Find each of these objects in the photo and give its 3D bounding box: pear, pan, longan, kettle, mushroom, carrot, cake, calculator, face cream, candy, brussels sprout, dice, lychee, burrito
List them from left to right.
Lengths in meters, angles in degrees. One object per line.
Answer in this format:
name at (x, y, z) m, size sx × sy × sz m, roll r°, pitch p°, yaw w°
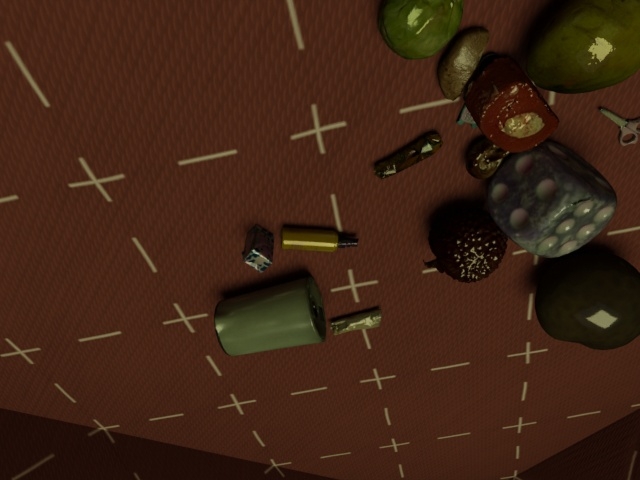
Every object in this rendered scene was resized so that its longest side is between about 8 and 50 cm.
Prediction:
candy at (-0.210, 0.025, 1.777) m, size 0.092 × 0.160 × 0.073 m, roll 34°, pitch 118°, yaw -23°
kettle at (-0.176, 0.311, 2.022) m, size 0.377 × 0.249 × 0.361 m, roll -13°, pitch 161°, yaw 10°
face cream at (0.000, 0.000, 1.827) m, size 0.274 × 0.078 × 0.078 m, roll 3°, pitch 132°, yaw -9°
burrito at (0.149, 0.340, 2.164) m, size 0.226 × 0.060 × 0.087 m, roll -14°, pitch 127°, yaw 6°
carrot at (0.273, -0.262, 1.631) m, size 0.229 × 0.069 × 0.069 m, roll -28°, pitch 129°, yaw 20°
brussels sprout at (0.248, -0.555, 1.291) m, size 0.223 × 0.161 × 0.223 m, roll 0°, pitch 139°, yaw 0°
mushroom at (0.378, -0.484, 1.429) m, size 0.094 × 0.072 × 0.209 m, roll 21°, pitch 128°, yaw -12°
lychee at (0.488, 0.021, 1.773) m, size 0.300 × 0.264 × 0.264 m, roll -34°, pitch 127°, yaw 26°
calculator at (0.462, -0.399, 1.549) m, size 0.094 × 0.019 × 0.141 m, roll 11°, pitch 130°, yaw -10°
pan at (0.473, -0.475, 1.477) m, size 0.069 × 0.023 × 0.115 m, roll 0°, pitch 130°, yaw -7°
mushroom at (0.532, -0.270, 1.635) m, size 0.171 × 0.080 × 0.135 m, roll -34°, pitch 140°, yaw 21°
cake at (0.535, -0.373, 1.479) m, size 0.177 × 0.150 × 0.283 m, roll -37°, pitch 136°, yaw 28°
dice at (0.711, -0.127, 1.621) m, size 0.270 × 0.271 × 0.270 m, roll 8°, pitch 132°, yaw -32°
pear at (0.686, -0.504, 1.321) m, size 0.321 × 0.269 × 0.269 m, roll -27°, pitch 130°, yaw 33°
longan at (1.020, 0.227, 1.957) m, size 0.405 × 0.336 × 0.404 m, roll 0°, pitch 100°, yaw -1°

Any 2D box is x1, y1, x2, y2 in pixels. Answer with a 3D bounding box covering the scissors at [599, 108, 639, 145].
scissors at (0.937, -0.366, 1.624) m, size 0.212 × 0.021 × 0.110 m, roll 21°, pitch 130°, yaw -23°
